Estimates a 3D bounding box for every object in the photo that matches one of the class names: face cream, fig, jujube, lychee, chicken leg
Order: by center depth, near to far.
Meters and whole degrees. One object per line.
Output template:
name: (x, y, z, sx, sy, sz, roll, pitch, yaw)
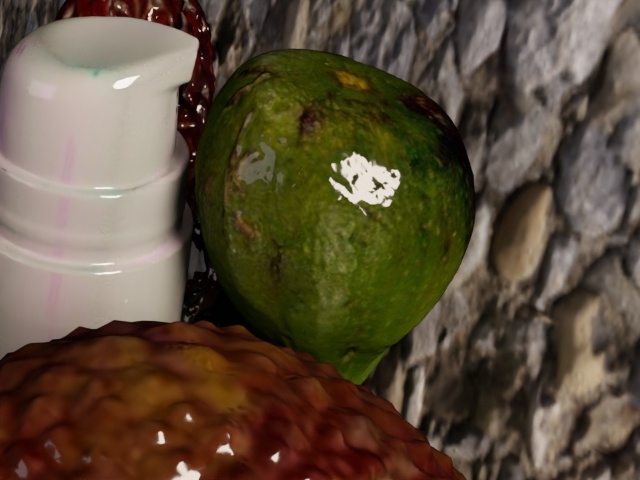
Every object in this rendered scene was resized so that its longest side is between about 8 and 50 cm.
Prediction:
lychee: (-0.047, 0.151, 0.450, 0.260, 0.260, 0.261, -14, 73, 54)
fig: (0.000, 0.000, 0.539, 0.123, 0.123, 0.156, 52, 135, 46)
face cream: (-0.119, 0.058, 0.590, 0.102, 0.102, 0.346, 51, 140, 46)
chicken leg: (-0.092, 0.090, 0.713, 0.253, 0.051, 0.106, -50, 41, 40)
jujube: (-0.112, -0.081, 0.729, 0.104, 0.104, 0.166, -7, 81, 55)
